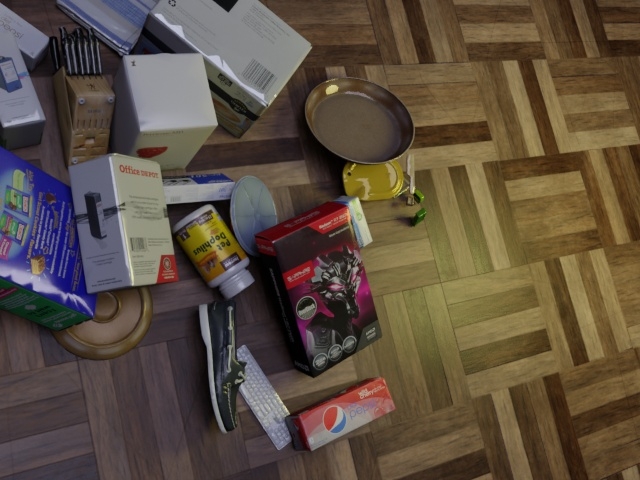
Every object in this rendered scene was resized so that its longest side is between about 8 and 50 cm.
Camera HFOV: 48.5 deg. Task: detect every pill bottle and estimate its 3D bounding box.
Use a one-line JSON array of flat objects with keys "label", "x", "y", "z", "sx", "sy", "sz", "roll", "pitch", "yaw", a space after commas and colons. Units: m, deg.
[{"label": "pill bottle", "x": -0.249, "y": 0.030, "z": 1.689, "sx": 0.117, "sy": 0.117, "sz": 0.215, "roll": -35, "pitch": 93, "yaw": -29}]

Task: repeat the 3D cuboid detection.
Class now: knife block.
[{"label": "knife block", "x": -0.559, "y": -0.341, "z": 1.630, "sx": 0.088, "sy": 0.276, "sz": 0.242, "roll": -9, "pitch": 47, "yaw": -34}]

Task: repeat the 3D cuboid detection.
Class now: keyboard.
[{"label": "keyboard", "x": -0.142, "y": 0.377, "z": 1.707, "sx": 0.072, "sy": 0.014, "sz": 0.256, "roll": -34, "pitch": 92, "yaw": -29}]

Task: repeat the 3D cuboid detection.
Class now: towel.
[{"label": "towel", "x": -0.499, "y": -0.618, "z": 1.791, "sx": 0.209, "sy": 0.034, "sz": 0.285, "roll": 35, "pitch": 62, "yaw": -11}]

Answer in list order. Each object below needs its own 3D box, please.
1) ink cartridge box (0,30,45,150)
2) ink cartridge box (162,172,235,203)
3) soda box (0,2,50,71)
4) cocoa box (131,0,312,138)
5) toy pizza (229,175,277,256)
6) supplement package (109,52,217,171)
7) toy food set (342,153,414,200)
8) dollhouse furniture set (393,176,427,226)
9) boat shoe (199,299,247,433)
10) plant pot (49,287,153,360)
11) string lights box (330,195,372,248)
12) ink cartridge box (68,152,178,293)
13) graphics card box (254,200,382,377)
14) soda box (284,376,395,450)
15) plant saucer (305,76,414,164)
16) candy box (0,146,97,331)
[{"label": "ink cartridge box", "x": -0.684, "y": -0.324, "z": 1.552, "sx": 0.093, "sy": 0.154, "sz": 0.213, "roll": -18, "pitch": 85, "yaw": -27}, {"label": "ink cartridge box", "x": -0.319, "y": -0.124, "z": 1.705, "sx": 0.207, "sy": 0.097, "sz": 0.046, "roll": -6, "pitch": 110, "yaw": -27}, {"label": "soda box", "x": -0.730, "y": -0.488, "z": 1.620, "sx": 0.216, "sy": 0.074, "sz": 0.069, "roll": 35, "pitch": 64, "yaw": -14}, {"label": "cocoa box", "x": -0.247, "y": -0.470, "z": 1.760, "sx": 0.347, "sy": 0.228, "sz": 0.231, "roll": 37, "pitch": 64, "yaw": -13}, {"label": "toy pizza", "x": -0.170, "y": -0.059, "z": 1.756, "sx": 0.201, "sy": 0.032, "sz": 0.201, "roll": 24, "pitch": 62, "yaw": -59}, {"label": "supplement package", "x": -0.372, "y": -0.280, "z": 1.613, "sx": 0.177, "sy": 0.293, "sz": 0.175, "roll": -9, "pitch": 80, "yaw": -27}, {"label": "toy food set", "x": 0.153, "y": -0.169, "z": 1.960, "sx": 0.217, "sy": 0.071, "sz": 0.128, "roll": -5, "pitch": 82, "yaw": -19}, {"label": "dollhouse furniture set", "x": 0.239, "y": -0.117, "z": 2.018, "sx": 0.076, "sy": 0.059, "sz": 0.152, "roll": -36, "pitch": 74, "yaw": -21}, {"label": "boat shoe", "x": -0.214, "y": 0.286, "z": 1.632, "sx": 0.091, "sy": 0.114, "sz": 0.303, "roll": -10, "pitch": 81, "yaw": -6}, {"label": "plant pot", "x": -0.490, "y": 0.148, "z": 1.590, "sx": 0.236, "sy": 0.032, "sz": 0.237, "roll": 7, "pitch": 74, "yaw": -25}, {"label": "string lights box", "x": 0.000, "y": 0.000, "z": 1.821, "sx": 0.259, "sy": 0.076, "sz": 0.133, "roll": -32, "pitch": 112, "yaw": -29}, {"label": "ink cartridge box", "x": -0.417, "y": -0.033, "z": 1.519, "sx": 0.114, "sy": 0.197, "sz": 0.273, "roll": -10, "pitch": 87, "yaw": 17}, {"label": "graphics card box", "x": 0.001, "y": 0.118, "z": 1.732, "sx": 0.232, "sy": 0.094, "sz": 0.371, "roll": -25, "pitch": 111, "yaw": -30}, {"label": "soda box", "x": 0.050, "y": 0.423, "z": 1.740, "sx": 0.263, "sy": 0.083, "sz": 0.092, "roll": -18, "pitch": 85, "yaw": -32}, {"label": "plant saucer", "x": 0.105, "y": -0.320, "z": 1.948, "sx": 0.310, "sy": 0.050, "sz": 0.311, "roll": 7, "pitch": 56, "yaw": -10}, {"label": "candy box", "x": -0.590, "y": 0.000, "z": 1.423, "sx": 0.317, "sy": 0.122, "sz": 0.268, "roll": 38, "pitch": 42, "yaw": -48}]
